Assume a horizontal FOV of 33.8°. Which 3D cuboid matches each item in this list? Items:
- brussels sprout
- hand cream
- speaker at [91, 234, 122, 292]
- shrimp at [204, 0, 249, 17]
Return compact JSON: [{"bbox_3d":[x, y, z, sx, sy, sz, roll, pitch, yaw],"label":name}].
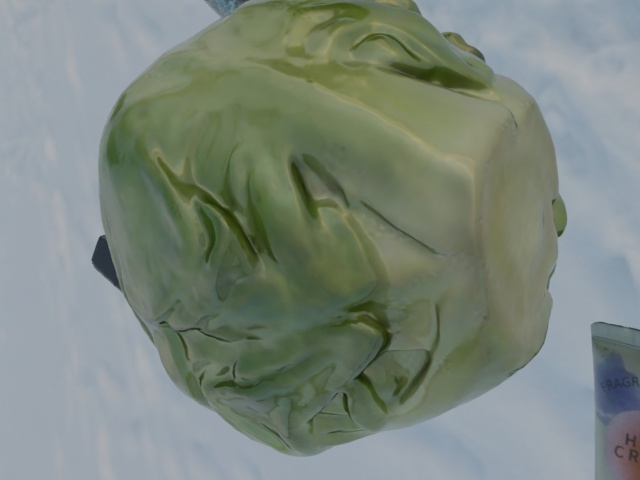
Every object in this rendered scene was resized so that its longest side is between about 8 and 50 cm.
[{"bbox_3d":[0.000,0.000,0.708,0.328,0.328,0.247,-42,21,54],"label":"brussels sprout"},{"bbox_3d":[0.283,0.235,0.905,0.124,0.077,0.341,13,117,38],"label":"hand cream"},{"bbox_3d":[-0.163,0.008,1.251,0.082,0.218,0.044,37,122,20],"label":"speaker"},{"bbox_3d":[-0.087,-0.366,1.539,0.221,0.166,0.410,36,163,52],"label":"shrimp"}]
